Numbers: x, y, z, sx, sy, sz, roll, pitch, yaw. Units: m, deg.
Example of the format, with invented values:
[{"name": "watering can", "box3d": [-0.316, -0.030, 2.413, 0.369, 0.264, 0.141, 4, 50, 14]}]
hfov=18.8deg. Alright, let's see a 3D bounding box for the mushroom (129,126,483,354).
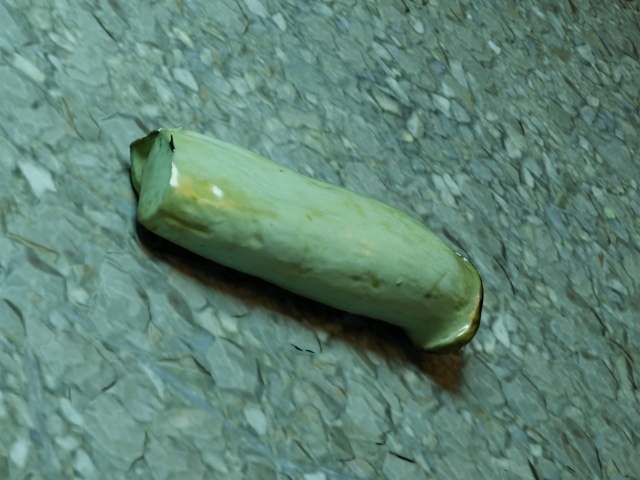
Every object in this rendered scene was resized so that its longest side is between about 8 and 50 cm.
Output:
[{"name": "mushroom", "box3d": [0.000, 0.000, 1.435, 0.312, 0.081, 0.100, 24, 32, -32]}]
